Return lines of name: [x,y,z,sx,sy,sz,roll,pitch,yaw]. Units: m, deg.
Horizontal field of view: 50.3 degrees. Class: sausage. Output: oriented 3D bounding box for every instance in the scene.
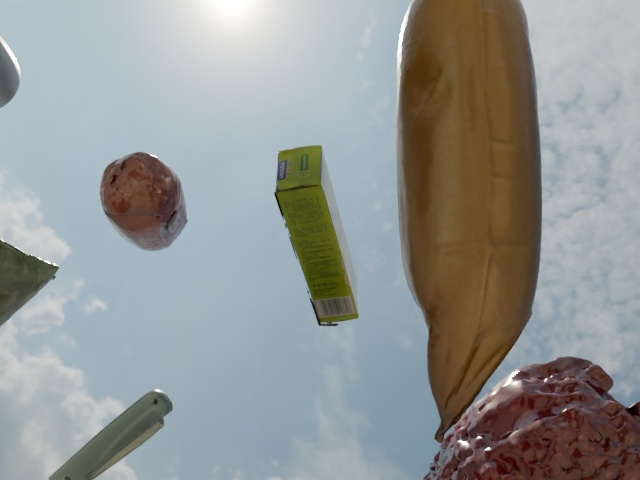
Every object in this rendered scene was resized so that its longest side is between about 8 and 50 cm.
sausage: [0.101,-0.029,0.475,0.112,0.112,0.328,-13,-113,42]
sausage: [-0.331,-0.069,1.293,0.280,0.152,0.152,114,-44,-74]

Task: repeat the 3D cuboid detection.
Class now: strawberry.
strawberry: [0.203,0.247,0.560,0.274,0.220,0.274,44,-25,27]

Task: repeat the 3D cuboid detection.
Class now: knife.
knife: [-0.238,0.234,0.787,0.162,0.023,0.044,-40,-91,-5]

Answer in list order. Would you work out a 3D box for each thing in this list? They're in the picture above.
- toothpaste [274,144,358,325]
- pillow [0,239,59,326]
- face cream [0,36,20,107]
toothpaste: [0.000,0.000,1.166,0.077,0.110,0.327,-8,-48,10]
pillow: [-0.539,0.053,0.990,0.185,0.302,0.075,-42,-121,2]
face cream: [-0.467,-0.232,0.904,0.117,0.104,0.117,-2,-103,8]
